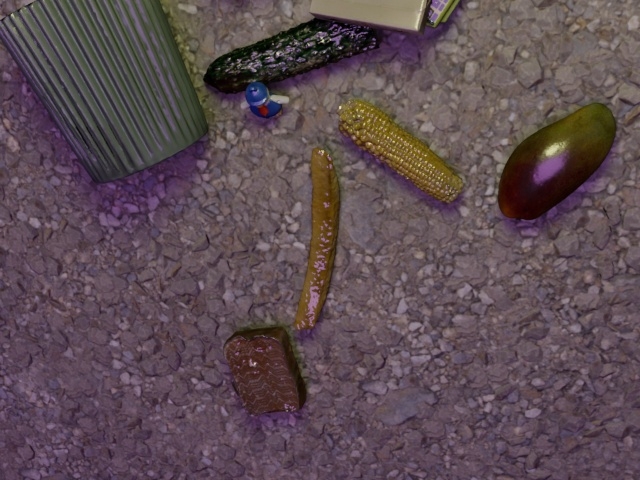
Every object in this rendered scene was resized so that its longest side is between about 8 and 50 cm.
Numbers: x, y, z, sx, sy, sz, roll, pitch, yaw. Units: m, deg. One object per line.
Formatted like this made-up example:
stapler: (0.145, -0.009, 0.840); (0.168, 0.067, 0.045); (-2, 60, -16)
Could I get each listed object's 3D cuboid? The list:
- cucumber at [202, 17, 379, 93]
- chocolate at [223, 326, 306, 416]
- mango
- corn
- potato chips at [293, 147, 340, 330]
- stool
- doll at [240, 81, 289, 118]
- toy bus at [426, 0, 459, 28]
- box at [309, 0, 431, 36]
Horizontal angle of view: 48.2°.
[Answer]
cucumber: (-0.069, -0.355, 1.362); (0.359, 0.096, 0.096); (-15, 107, 16)
chocolate: (-0.123, 0.287, 1.616); (0.148, 0.093, 0.214); (-10, 109, 14)
mango: (0.431, -0.146, 1.329); (0.133, 0.111, 0.267); (46, 108, 5)
corn: (0.152, -0.173, 1.391); (0.288, 0.086, 0.086); (36, 113, -5)
potato chips: (0.000, 0.000, 1.493); (0.057, 0.080, 0.407); (17, 115, 23)
stool: (-0.394, -0.305, 1.353); (0.297, 0.297, 0.330); (-17, 110, 17)
doll: (-0.112, -0.271, 1.382); (0.098, 0.143, 0.058); (-5, 81, 9)
toy bus: (0.213, -0.464, 1.265); (0.101, 0.088, 0.175); (32, 112, -3)
box: (0.117, -0.544, 1.205); (0.204, 0.051, 0.365); (15, 96, 18)
